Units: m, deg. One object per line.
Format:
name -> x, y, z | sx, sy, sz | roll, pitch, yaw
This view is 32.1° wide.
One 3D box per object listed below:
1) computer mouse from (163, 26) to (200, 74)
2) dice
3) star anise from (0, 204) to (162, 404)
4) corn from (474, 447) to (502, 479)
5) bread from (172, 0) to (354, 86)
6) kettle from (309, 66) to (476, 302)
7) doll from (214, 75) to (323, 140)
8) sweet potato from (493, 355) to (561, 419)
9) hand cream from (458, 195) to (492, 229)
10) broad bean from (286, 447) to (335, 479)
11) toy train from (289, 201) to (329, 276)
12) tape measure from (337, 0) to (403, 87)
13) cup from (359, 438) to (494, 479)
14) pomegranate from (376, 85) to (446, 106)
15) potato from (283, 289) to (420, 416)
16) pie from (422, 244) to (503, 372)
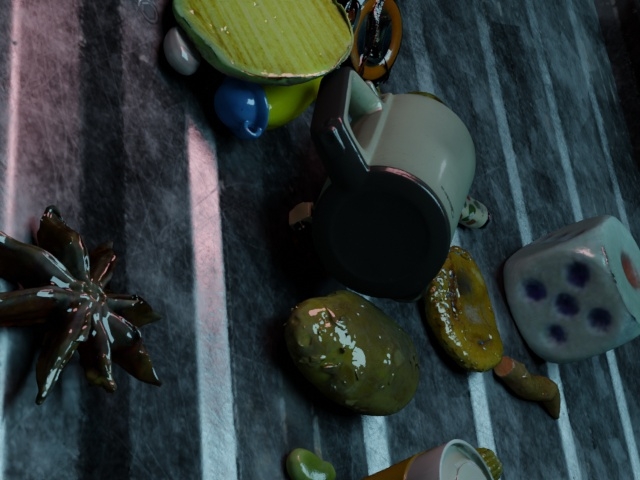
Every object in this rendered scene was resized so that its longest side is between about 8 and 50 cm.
computer mouse -> -0.221, -0.295, 1.751 | 0.066, 0.039, 0.096 | 43, 20, -36
dice -> 0.591, 0.110, 2.540 | 0.268, 0.263, 0.264 | -32, 97, -58
star anise -> -0.290, 0.084, 1.328 | 0.288, 0.088, 0.288 | 35, 30, -25
corn -> 0.239, 0.423, 1.939 | 0.320, 0.097, 0.097 | -4, 74, -61
bread -> -0.090, -0.355, 1.808 | 0.302, 0.045, 0.301 | 9, 50, -11
kettle -> 0.104, -0.124, 1.866 | 0.376, 0.250, 0.361 | -64, 133, -64
doll -> -0.068, -0.280, 1.875 | 0.199, 0.145, 0.363 | 30, 43, -9
sweet potato -> 0.465, 0.318, 2.398 | 0.281, 0.059, 0.067 | 30, 55, -44
hand cream -> 0.274, -0.084, 2.380 | 0.276, 0.059, 0.095 | 23, 49, -44
broad bean -> -0.016, 0.339, 1.637 | 0.083, 0.045, 0.063 | 32, 43, -34
toy train -> 0.000, 0.000, 1.889 | 0.138, 0.050, 0.087 | 47, 29, -35
tape measure -> 0.066, -0.382, 2.101 | 0.202, 0.135, 0.222 | -15, 120, -49
cup -> 0.159, 0.429, 1.671 | 0.241, 0.226, 0.185 | 46, 35, -34
pomegranate -> 0.175, -0.250, 2.245 | 0.220, 0.156, 0.156 | 44, 37, -27
potato -> 0.055, 0.177, 1.768 | 0.296, 0.141, 0.191 | 24, 47, -46
pie -> 0.285, 0.139, 2.224 | 0.273, 0.069, 0.273 | 38, 39, -39
